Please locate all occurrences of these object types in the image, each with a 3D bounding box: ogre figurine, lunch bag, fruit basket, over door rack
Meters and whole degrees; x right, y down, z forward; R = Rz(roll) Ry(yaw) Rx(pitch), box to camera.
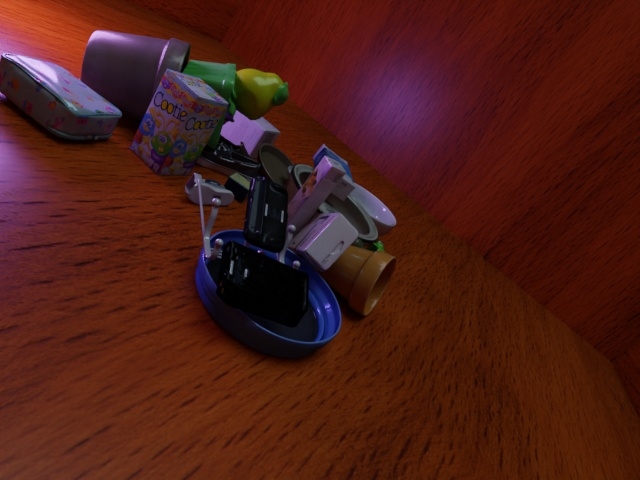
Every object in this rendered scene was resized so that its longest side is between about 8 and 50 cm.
[{"bbox_3d":[0.197,0.073,1.604,0.097,0.118,0.197,40,23,7],"label":"ogre figurine"},{"bbox_3d":[-0.712,-0.386,1.184,0.279,0.107,0.224,39,17,1],"label":"lunch bag"},{"bbox_3d":[-0.316,-0.499,1.535,0.393,0.282,0.392,19,26,-10],"label":"fruit basket"},{"bbox_3d":[-0.196,-0.054,1.088,0.240,0.108,0.324,20,27,-38],"label":"over door rack"}]

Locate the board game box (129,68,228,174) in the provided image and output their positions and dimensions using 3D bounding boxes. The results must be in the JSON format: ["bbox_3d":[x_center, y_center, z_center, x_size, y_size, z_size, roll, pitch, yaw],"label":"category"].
[{"bbox_3d":[-0.432,-0.350,1.305,0.142,0.275,0.144,42,23,13],"label":"board game box"}]

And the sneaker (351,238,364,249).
[{"bbox_3d":[0.156,0.078,1.449,0.086,0.192,0.064,23,50,39],"label":"sneaker"}]

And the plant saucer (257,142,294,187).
[{"bbox_3d":[-0.166,-0.279,1.777,0.278,0.041,0.277,42,29,-31],"label":"plant saucer"}]

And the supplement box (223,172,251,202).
[{"bbox_3d":[-0.283,-0.185,1.488,0.083,0.056,0.083,35,22,-5],"label":"supplement box"}]

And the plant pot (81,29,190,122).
[{"bbox_3d":[-0.612,-0.549,1.422,0.281,0.323,0.323,17,27,-19],"label":"plant pot"}]

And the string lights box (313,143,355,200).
[{"bbox_3d":[0.049,-0.272,1.675,0.133,0.076,0.259,33,23,-21],"label":"string lights box"}]

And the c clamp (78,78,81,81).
[{"bbox_3d":[-0.770,-0.503,1.456,0.161,0.022,0.137,25,30,-31],"label":"c clamp"}]

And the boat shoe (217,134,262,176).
[{"bbox_3d":[-0.324,-0.342,1.689,0.258,0.095,0.095,25,25,-28],"label":"boat shoe"}]

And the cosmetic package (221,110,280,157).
[{"bbox_3d":[-0.314,-0.481,1.908,0.184,0.151,0.151,41,22,10],"label":"cosmetic package"}]

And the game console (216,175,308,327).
[{"bbox_3d":[-0.115,0.007,0.976,0.213,0.044,0.360,28,47,-34],"label":"game console"}]

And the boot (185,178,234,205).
[{"bbox_3d":[-0.359,-0.156,1.321,0.086,0.069,0.190,39,13,25],"label":"boot"}]

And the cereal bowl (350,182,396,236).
[{"bbox_3d":[0.168,-0.128,1.934,0.339,0.141,0.339,31,22,-14],"label":"cereal bowl"}]

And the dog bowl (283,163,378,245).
[{"bbox_3d":[0.016,-0.097,1.602,0.408,0.150,0.407,36,23,-17],"label":"dog bowl"}]

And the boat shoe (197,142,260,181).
[{"bbox_3d":[-0.360,-0.309,1.561,0.302,0.102,0.108,23,26,-30],"label":"boat shoe"}]

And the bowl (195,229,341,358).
[{"bbox_3d":[-0.128,0.128,1.068,0.391,0.077,0.391,30,23,-14],"label":"bowl"}]

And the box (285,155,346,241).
[{"bbox_3d":[-0.046,-0.120,1.352,0.067,0.324,0.063,17,33,-40],"label":"box"}]

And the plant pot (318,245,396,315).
[{"bbox_3d":[0.106,0.101,1.338,0.188,0.205,0.205,28,18,20],"label":"plant pot"}]

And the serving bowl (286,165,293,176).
[{"bbox_3d":[-0.114,-0.268,1.779,0.083,0.027,0.083,41,29,-30],"label":"serving bowl"}]

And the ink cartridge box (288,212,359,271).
[{"bbox_3d":[0.000,0.000,1.279,0.092,0.158,0.218,47,-11,-17],"label":"ink cartridge box"}]
